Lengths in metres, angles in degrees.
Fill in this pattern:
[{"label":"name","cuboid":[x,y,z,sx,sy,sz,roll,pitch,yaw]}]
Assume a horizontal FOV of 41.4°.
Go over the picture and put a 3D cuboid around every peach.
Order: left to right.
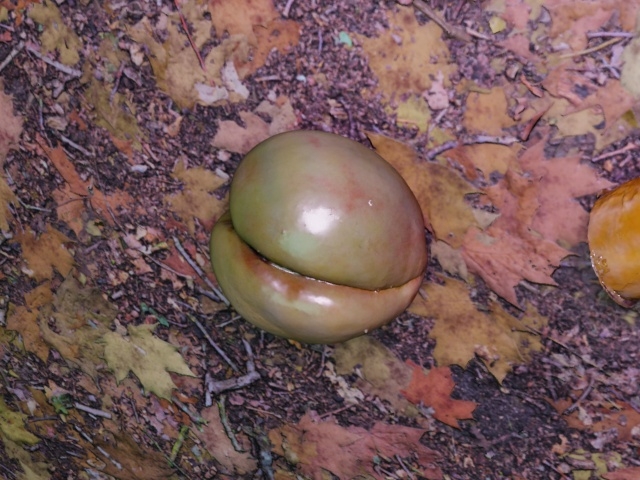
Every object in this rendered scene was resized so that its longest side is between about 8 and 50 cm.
[{"label":"peach","cuboid":[0.000,-0.001,1.133,0.292,0.247,0.292,-1,112,-2]}]

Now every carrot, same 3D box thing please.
[{"label":"carrot","cuboid":[0.443,-0.034,0.940,0.254,0.196,0.196,-22,107,47]}]
